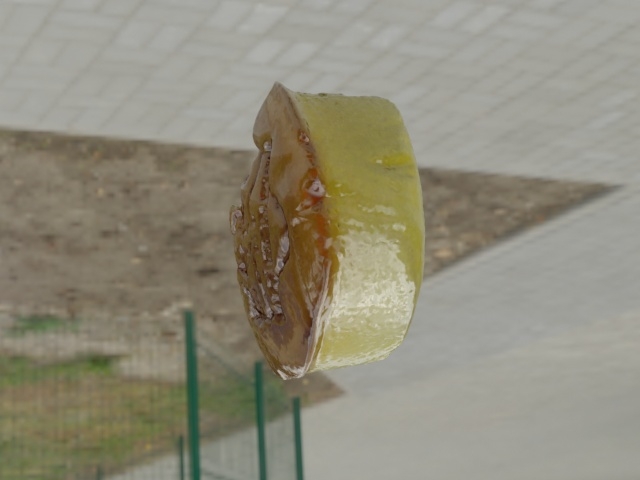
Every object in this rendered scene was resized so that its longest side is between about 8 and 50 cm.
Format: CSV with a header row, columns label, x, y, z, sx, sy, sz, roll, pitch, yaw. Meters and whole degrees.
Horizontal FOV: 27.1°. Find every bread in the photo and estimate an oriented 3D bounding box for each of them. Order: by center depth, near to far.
label,x,y,z,sx,sy,sz,roll,pitch,yaw
bread,0.003,0.006,0.686,0.086,0.125,0.156,-4,140,-16
